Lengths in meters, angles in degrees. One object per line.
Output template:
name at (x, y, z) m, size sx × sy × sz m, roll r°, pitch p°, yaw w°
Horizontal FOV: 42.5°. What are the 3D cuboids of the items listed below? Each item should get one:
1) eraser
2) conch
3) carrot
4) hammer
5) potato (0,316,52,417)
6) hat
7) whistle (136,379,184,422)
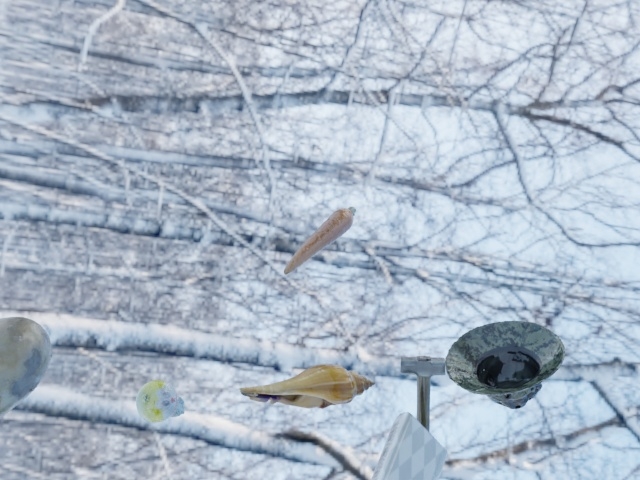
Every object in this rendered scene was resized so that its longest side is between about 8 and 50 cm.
eraser at (0.164, 0.616, 1.877) m, size 0.082 × 0.213 × 0.397 m, roll -12°, pitch -140°, yaw 46°
conch at (-0.027, 0.326, 1.871) m, size 0.109 × 0.330 × 0.093 m, roll 126°, pitch -34°, yaw -56°
carrot at (0.000, 0.000, 2.298) m, size 0.069 × 0.336 × 0.069 m, roll 27°, pitch -40°, yaw 25°
hammer at (0.254, 0.465, 2.062) m, size 0.043 × 0.111 × 0.365 m, roll -62°, pitch 152°, yaw -76°
potato at (-0.571, 0.235, 1.384) m, size 0.262 × 0.165 × 0.165 m, roll -43°, pitch 175°, yaw -38°
hat at (0.420, 0.297, 1.823) m, size 0.128 × 0.265 × 0.265 m, roll 65°, pitch -8°, yaw -27°
whistle at (-0.442, 0.465, 2.355) m, size 0.223 × 0.122 × 0.123 m, roll 41°, pitch 44°, yaw -61°
